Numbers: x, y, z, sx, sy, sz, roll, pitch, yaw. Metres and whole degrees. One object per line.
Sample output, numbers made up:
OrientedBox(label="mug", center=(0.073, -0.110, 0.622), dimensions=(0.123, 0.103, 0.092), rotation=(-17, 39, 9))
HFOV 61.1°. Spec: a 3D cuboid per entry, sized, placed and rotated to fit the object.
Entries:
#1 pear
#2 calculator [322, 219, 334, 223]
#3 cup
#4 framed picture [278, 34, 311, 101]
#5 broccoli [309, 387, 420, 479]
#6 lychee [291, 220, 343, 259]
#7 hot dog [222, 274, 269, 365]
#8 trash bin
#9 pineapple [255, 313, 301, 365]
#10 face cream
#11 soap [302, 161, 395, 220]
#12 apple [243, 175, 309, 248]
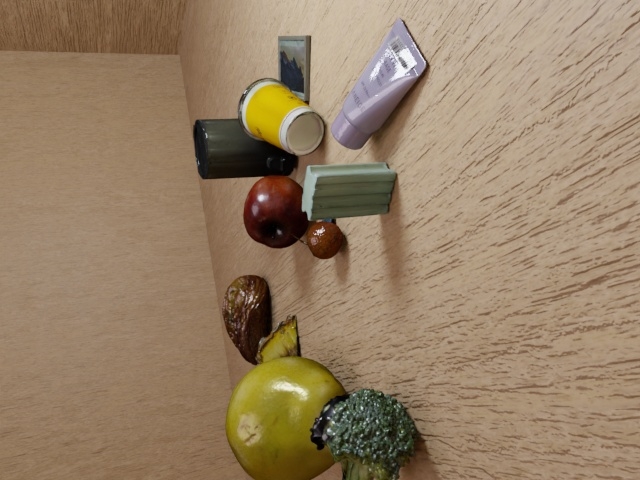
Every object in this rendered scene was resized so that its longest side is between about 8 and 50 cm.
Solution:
OrientedBox(label="pear", center=(-0.093, 0.516, 1.568), dimensions=(0.418, 0.362, 0.363), rotation=(-19, 77, 40))
OrientedBox(label="calculator", center=(0.022, -0.103, 1.550), dimensions=(0.094, 0.019, 0.141), rotation=(-157, 64, -65))
OrientedBox(label="cup", center=(-0.115, -0.358, 1.604), dimensions=(0.279, 0.196, 0.197), rotation=(41, 134, 44))
OrientedBox(label="framed picture", center=(-0.086, -0.543, 1.706), dimensions=(0.265, 0.018, 0.192), rotation=(-141, 48, -61))
OrientedBox(label="broccoli", center=(0.090, 0.466, 1.230), dimensions=(0.263, 0.246, 0.244), rotation=(-101, 20, -70))
OrientedBox(label="lychee", center=(0.005, -0.003, 1.501), dimensions=(0.115, 0.101, 0.140), rotation=(63, 157, 4))
OrientedBox(label="hot dog", center=(-0.309, 0.340, 2.294), dimensions=(0.267, 0.174, 0.388), rotation=(-149, 57, -61))
OrientedBox(label="trash bin", center=(-0.255, -0.307, 1.808), dimensions=(0.252, 0.301, 0.203), rotation=(-118, 30, -44))
OrientedBox(label="pineapple", center=(-0.165, 0.443, 1.978), dimensions=(0.161, 0.158, 0.335), rotation=(173, 90, -69))
OrientedBox(label="face cream", center=(0.123, -0.317, 1.164), dimensions=(0.274, 0.096, 0.154), rotation=(-52, 43, 43))
OrientedBox(label="soap", center=(0.062, -0.111, 1.201), dimensions=(0.063, 0.198, 0.115), rotation=(-125, 38, -49))
OrientedBox(label="apple", center=(-0.136, -0.089, 1.698), dimensions=(0.234, 0.233, 0.234), rotation=(174, 90, -68))
